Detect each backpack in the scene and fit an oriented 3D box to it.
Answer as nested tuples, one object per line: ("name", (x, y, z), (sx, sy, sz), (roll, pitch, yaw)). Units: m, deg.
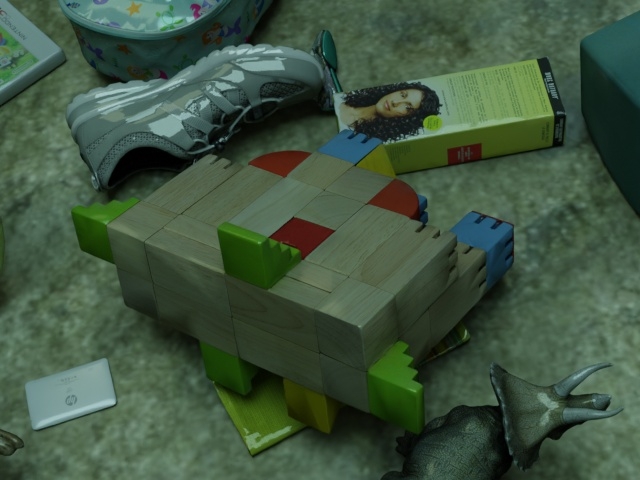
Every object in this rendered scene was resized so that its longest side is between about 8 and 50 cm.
("backpack", (-0.170, -0.302, 1.353), (0.225, 0.191, 0.253), (16, 65, 17))

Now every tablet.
("tablet", (-0.241, 0.148, 1.156), (0.083, 0.006, 0.054), (-18, 55, -3))

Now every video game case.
("video game case", (-0.441, -0.210, 1.419), (0.212, 0.023, 0.193), (-39, 59, -17))

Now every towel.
("towel", (0.018, 0.107, 1.137), (0.237, 0.021, 0.102), (-27, 55, -10))

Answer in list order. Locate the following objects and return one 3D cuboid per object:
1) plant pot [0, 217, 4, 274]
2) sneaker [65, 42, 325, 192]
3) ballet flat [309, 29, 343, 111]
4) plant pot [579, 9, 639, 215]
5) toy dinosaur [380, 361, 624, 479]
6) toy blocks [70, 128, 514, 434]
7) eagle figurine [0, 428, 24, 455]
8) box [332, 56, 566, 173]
("plant pot", (-0.490, -0.031, 1.181), (0.276, 0.276, 0.254), (-34, 47, -14))
("sneaker", (-0.125, -0.123, 1.285), (0.281, 0.105, 0.115), (-17, 70, 5))
("ballet flat", (0.001, -0.188, 1.332), (0.041, 0.041, 0.114), (-11, 54, 1))
("plant pot", (0.362, -0.117, 1.162), (0.166, 0.165, 0.234), (-27, 48, -10))
("toy dinosaur", (0.092, 0.205, 0.966), (0.121, 0.160, 0.313), (43, 69, 13))
("toy blocks", (0.000, 0.000, 1.119), (0.382, 0.190, 0.261), (20, 43, 32))
("eagle figurine", (-0.399, 0.242, 1.009), (0.225, 0.226, 0.298), (44, 65, 9))
("box", (0.134, -0.127, 1.257), (0.232, 0.058, 0.087), (-10, 55, 0))
